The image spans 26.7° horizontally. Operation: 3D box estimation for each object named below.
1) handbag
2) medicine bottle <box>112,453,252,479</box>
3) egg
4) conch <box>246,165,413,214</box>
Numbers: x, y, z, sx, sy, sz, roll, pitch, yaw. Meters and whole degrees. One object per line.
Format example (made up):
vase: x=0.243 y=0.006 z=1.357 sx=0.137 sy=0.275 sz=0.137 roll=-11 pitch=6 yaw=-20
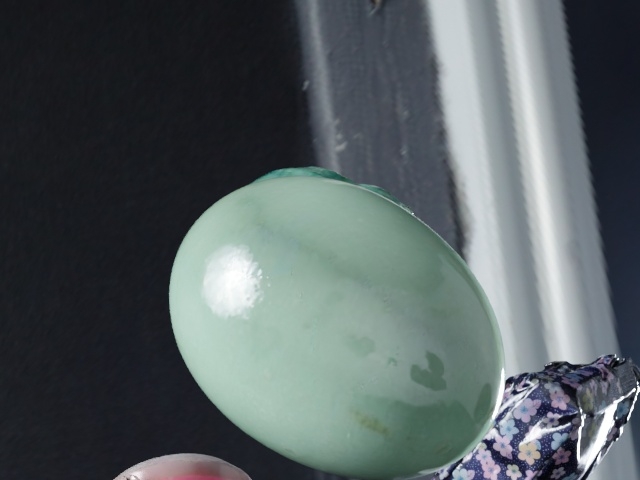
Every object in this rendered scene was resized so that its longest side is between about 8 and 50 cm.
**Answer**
handbag: x=0.243 y=0.215 z=1.476 sx=0.127 sy=0.229 sz=0.208 roll=45 pitch=-153 yaw=23
medicine bottle: x=-0.104 y=0.305 z=1.079 sx=0.147 sy=0.147 sz=0.247 roll=0 pitch=-128 yaw=-18
egg: x=0.009 y=0.053 z=0.823 sx=0.231 sy=0.168 sz=0.168 roll=32 pitch=-114 yaw=31
conch: x=0.003 y=-0.002 z=1.332 sx=0.202 sy=0.196 sz=0.134 roll=10 pitch=-90 yaw=-31
